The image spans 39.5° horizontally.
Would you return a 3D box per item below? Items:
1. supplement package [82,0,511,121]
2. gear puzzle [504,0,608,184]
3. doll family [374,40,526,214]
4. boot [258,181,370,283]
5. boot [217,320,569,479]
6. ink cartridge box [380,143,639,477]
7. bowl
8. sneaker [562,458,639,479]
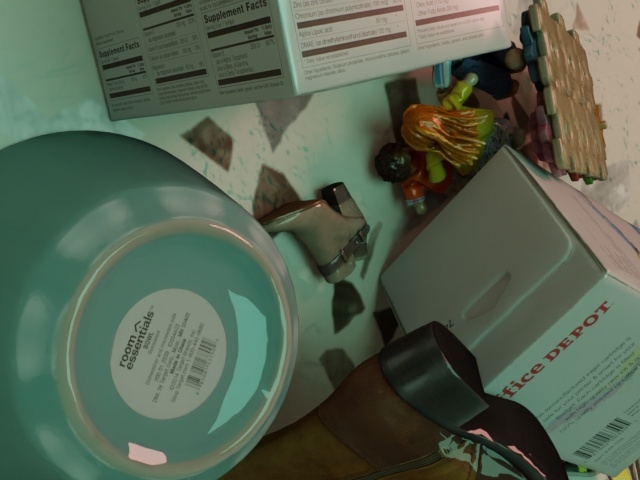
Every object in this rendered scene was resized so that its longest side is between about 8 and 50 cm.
[{"bbox_3d":[-0.029,-0.186,0.669,0.204,0.262,0.145,-20,105,-35],"label":"supplement package"},{"bbox_3d":[0.267,-0.146,0.972,0.339,0.044,0.176,-1,81,-63],"label":"gear puzzle"},{"bbox_3d":[0.136,-0.156,0.885,0.163,0.118,0.263,9,85,-40],"label":"doll family"},{"bbox_3d":[0.000,0.000,0.841,0.118,0.042,0.087,-26,110,-33],"label":"boot"},{"bbox_3d":[0.057,0.230,0.763,0.280,0.096,0.264,-36,118,20],"label":"boot"},{"bbox_3d":[0.240,0.077,0.885,0.270,0.197,0.198,25,118,-36],"label":"ink cartridge box"},{"bbox_3d":[-0.137,0.069,0.666,0.311,0.163,0.312,-2,93,-38],"label":"bowl"},{"bbox_3d":[0.313,0.309,1.007,0.384,0.145,0.147,-18,72,-33],"label":"sneaker"}]
